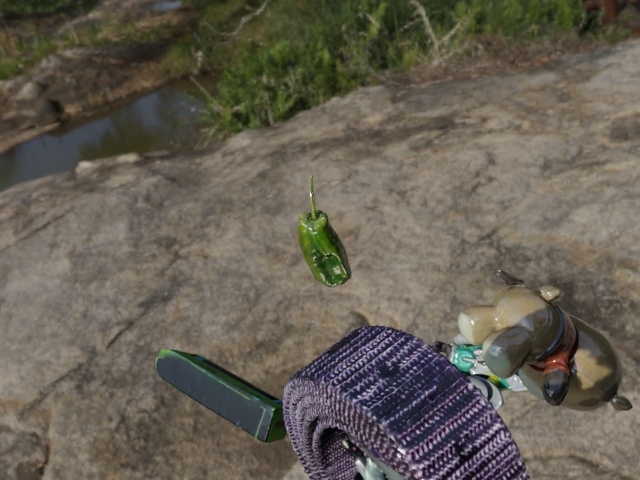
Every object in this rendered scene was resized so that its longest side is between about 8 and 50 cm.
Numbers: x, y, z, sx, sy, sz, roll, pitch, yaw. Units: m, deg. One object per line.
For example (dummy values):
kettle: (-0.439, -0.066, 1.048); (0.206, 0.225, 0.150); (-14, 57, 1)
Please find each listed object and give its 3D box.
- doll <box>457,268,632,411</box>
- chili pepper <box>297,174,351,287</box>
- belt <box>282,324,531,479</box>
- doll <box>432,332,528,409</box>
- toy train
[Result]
doll: (0.395, 0.181, 1.202); (0.174, 0.329, 0.235); (-52, 33, 7)
chili pepper: (-0.002, 0.000, 1.174); (0.072, 0.204, 0.073); (-26, 33, -4)
belt: (0.076, 0.216, 0.650); (0.122, 0.325, 0.260); (-32, 65, -25)
doll: (0.353, 0.285, 1.527); (0.258, 0.195, 0.153); (-28, -29, 37)
toy train: (-0.123, 0.183, 0.853); (0.209, 0.044, 0.042); (19, 7, 38)
